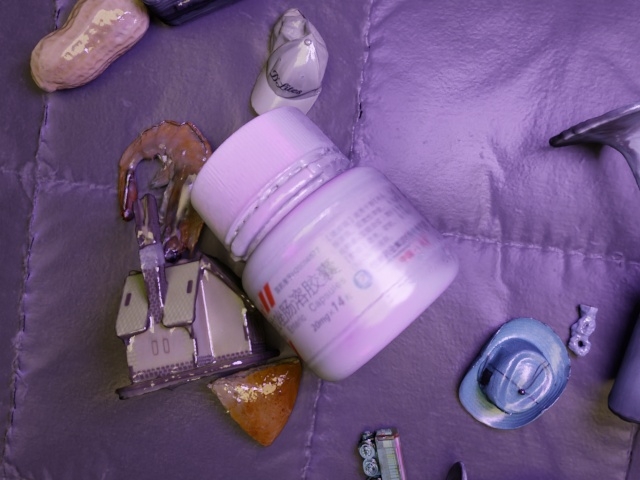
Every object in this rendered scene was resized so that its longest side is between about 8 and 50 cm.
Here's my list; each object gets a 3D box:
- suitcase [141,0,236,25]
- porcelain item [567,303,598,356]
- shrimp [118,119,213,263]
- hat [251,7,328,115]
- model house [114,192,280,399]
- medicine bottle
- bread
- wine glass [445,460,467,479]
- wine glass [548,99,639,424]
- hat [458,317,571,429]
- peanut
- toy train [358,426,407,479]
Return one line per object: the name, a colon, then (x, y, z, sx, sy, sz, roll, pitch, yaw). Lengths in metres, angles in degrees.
suitcase: (-0.147, -0.466, 0.790, 0.312, 0.128, 0.202, -21, 91, 4)
porcelain item: (0.412, 0.142, 0.835, 0.036, 0.028, 0.083, 10, 94, 0)
shrimp: (-0.260, -0.073, 0.855, 0.173, 0.058, 0.253, 21, 92, 9)
hat: (-0.053, -0.267, 0.825, 0.122, 0.081, 0.166, 38, 104, 4)
model house: (-0.195, 0.073, 0.803, 0.204, 0.218, 0.279, -14, 78, 3)
medicine bottle: (0.000, 0.000, 0.740, 0.256, 0.256, 0.325, -42, 82, 4)
bread: (-0.096, 0.270, 0.856, 0.154, 0.054, 0.136, -10, 102, -5)
wine glass: (0.309, 0.430, 0.807, 0.241, 0.126, 0.127, 18, 93, 4)
wine glass: (0.476, 0.016, 0.721, 0.267, 0.267, 0.406, -17, 88, 4)
hat: (0.304, 0.213, 0.819, 0.138, 0.078, 0.191, 38, 94, -1)
peanut: (-0.364, -0.313, 0.829, 0.214, 0.090, 0.099, -39, 102, 3)
toy train: (0.104, 0.378, 0.858, 0.070, 0.038, 0.148, -10, 93, 4)
